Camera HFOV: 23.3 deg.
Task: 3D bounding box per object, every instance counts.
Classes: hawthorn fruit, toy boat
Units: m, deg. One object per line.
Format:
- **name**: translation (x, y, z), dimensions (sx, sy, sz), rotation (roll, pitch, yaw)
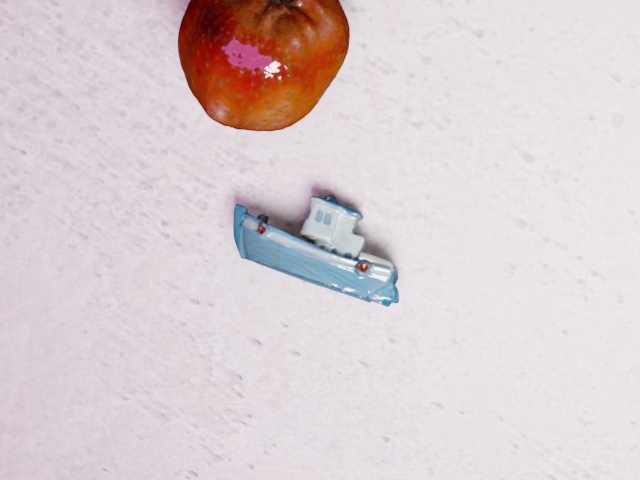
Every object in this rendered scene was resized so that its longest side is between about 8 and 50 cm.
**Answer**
- **hawthorn fruit**: translation (-0.065, -0.194, 1.654), dimensions (0.179, 0.179, 0.200), rotation (23, 135, 7)
- **toy boat**: translation (0.000, 0.000, 1.778), dimensions (0.215, 0.088, 0.102), rotation (18, 84, 11)
